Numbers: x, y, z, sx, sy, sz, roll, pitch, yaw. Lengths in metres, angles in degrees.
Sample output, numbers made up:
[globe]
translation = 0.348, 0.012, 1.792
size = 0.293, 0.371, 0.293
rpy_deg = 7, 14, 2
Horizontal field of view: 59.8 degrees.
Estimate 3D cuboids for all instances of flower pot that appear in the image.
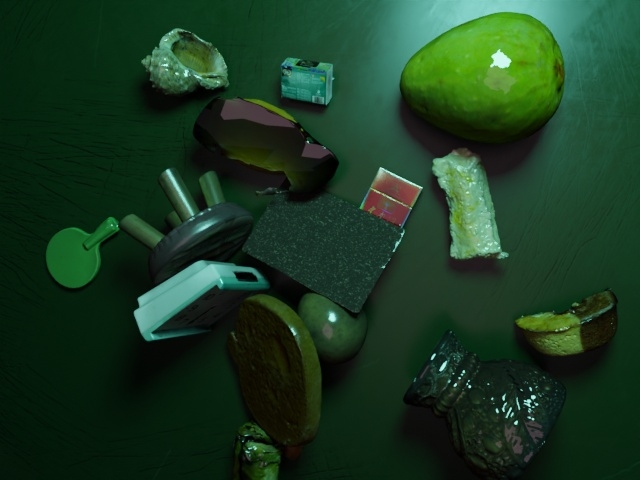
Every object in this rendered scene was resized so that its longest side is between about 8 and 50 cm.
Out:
[flower pot]
translation = 0.338, 0.342, 1.197
size = 0.267, 0.266, 0.266
rpy_deg = 34, 101, 18

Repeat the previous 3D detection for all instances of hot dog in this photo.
[hot dog]
translation = -0.122, -0.222, 1.312
size = 0.326, 0.107, 0.194
rpy_deg = 38, 111, -4

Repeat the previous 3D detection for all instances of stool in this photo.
[stool]
translation = -0.306, -0.033, 1.288
size = 0.272, 0.272, 0.178
rpy_deg = -40, 77, 12

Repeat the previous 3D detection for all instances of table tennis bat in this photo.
[table tennis bat]
translation = -0.624, 0.023, 1.470
size = 0.257, 0.039, 0.160
rpy_deg = -35, 87, 18

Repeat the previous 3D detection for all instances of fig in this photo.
[fig]
translation = 0.322, -0.322, 1.139
size = 0.326, 0.258, 0.258
rpy_deg = 3, 96, 28

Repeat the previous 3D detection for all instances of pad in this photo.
[pad]
translation = 0.000, 0.000, 1.277
size = 0.330, 0.004, 0.220
rpy_deg = 28, 80, 22

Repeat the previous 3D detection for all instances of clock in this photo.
[clock]
translation = -0.273, 0.125, 1.291
size = 0.231, 0.262, 0.116
rpy_deg = -36, 77, 12

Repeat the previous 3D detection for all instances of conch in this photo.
[conch]
translation = -0.318, -0.416, 1.318
size = 0.207, 0.130, 0.155
rpy_deg = 8, 110, -3

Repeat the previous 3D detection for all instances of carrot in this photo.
[carrot]
translation = -0.056, 0.458, 1.378
size = 0.060, 0.060, 0.186
rpy_deg = 11, 97, 10

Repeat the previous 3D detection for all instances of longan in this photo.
[longan]
translation = 0.025, 0.191, 1.281
size = 0.167, 0.167, 0.187
rpy_deg = -36, 79, 12

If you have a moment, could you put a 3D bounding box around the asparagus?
[asparagus]
translation = -0.166, 0.650, 1.394
size = 0.128, 0.108, 0.382
rpy_deg = 7, 97, 12

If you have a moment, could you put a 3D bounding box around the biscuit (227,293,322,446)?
[biscuit]
translation = -0.111, 0.299, 1.310
size = 0.314, 0.063, 0.367
rpy_deg = 23, 121, 44

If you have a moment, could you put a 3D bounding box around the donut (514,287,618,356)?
[donut]
translation = 0.543, 0.191, 1.201
size = 0.217, 0.141, 0.085
rpy_deg = -19, 98, 17

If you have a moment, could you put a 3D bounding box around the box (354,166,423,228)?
[box]
translation = 0.150, -0.068, 1.293
size = 0.112, 0.048, 0.175
rpy_deg = 27, 100, 9

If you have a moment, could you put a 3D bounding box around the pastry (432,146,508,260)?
[pastry]
translation = 0.325, -0.075, 1.237
size = 0.121, 0.089, 0.258
rpy_deg = -15, 91, 16

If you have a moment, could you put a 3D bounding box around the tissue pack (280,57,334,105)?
[tissue pack]
translation = -0.028, -0.374, 1.292
size = 0.111, 0.079, 0.085
rpy_deg = 12, 133, 12
